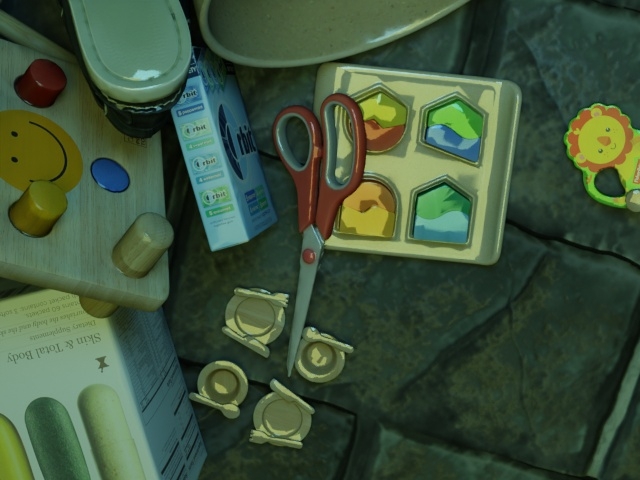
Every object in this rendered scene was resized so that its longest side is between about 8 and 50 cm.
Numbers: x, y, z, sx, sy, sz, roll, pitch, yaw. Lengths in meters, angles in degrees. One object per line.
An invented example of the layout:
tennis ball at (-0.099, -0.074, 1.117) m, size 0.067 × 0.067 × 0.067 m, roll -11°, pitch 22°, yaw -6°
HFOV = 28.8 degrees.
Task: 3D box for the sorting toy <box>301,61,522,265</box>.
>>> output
sorting toy at (0.090, -0.075, 1.264) m, size 0.208 × 0.038 × 0.193 m, roll 7°, pitch 103°, yaw 3°

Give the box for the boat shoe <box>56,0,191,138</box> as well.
boat shoe at (-0.178, -0.237, 1.111) m, size 0.127 × 0.113 × 0.340 m, roll -13°, pitch 61°, yaw -13°

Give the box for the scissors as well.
scissors at (0.000, 0.000, 1.265) m, size 0.109 × 0.021 × 0.297 m, roll 3°, pitch 99°, yaw 31°

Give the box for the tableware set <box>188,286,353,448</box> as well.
tableware set at (-0.055, 0.138, 1.332) m, size 0.141 × 0.020 × 0.169 m, roll 26°, pitch 103°, yaw -2°

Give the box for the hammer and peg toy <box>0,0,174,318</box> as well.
hammer and peg toy at (-0.253, -0.113, 1.119) m, size 0.266 × 0.361 × 0.127 m, roll 17°, pitch 136°, yaw -29°

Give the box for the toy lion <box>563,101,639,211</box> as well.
toy lion at (0.290, -0.086, 1.252) m, size 0.096 × 0.034 × 0.100 m, roll 12°, pitch 104°, yaw 9°

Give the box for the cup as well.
cup at (0.013, -0.338, 1.096) m, size 0.331 × 0.331 × 0.237 m, roll -23°, pitch 76°, yaw 9°

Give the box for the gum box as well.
gum box at (-0.096, -0.092, 1.204) m, size 0.041 × 0.157 × 0.184 m, roll -16°, pitch 95°, yaw 10°

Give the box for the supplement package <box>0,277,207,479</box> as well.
supplement package at (-0.257, 0.159, 1.260) m, size 0.199 × 0.198 × 0.263 m, roll -14°, pitch 101°, yaw 7°
